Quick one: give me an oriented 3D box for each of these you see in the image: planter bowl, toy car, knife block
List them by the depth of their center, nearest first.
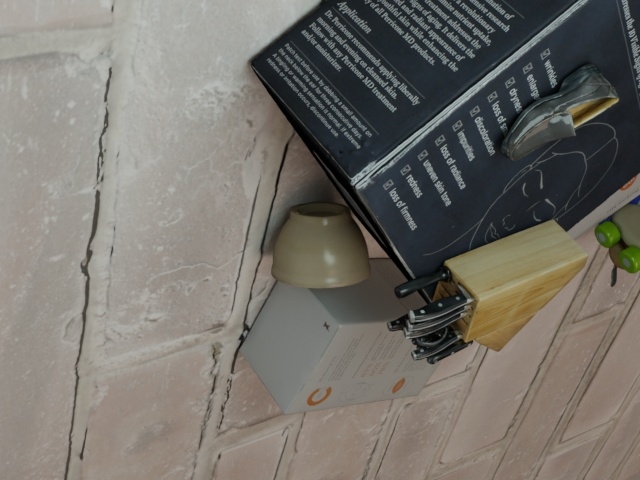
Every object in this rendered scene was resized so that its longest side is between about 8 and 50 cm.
[{"bbox_3d":[0.231,0.064,1.636,0.276,0.088,0.242,-46,146,10],"label":"knife block"},{"bbox_3d":[0.000,0.000,1.823,0.162,0.162,0.109,-12,110,-34],"label":"planter bowl"},{"bbox_3d":[0.652,0.027,2.336,0.155,0.149,0.188,-27,147,-17],"label":"toy car"}]

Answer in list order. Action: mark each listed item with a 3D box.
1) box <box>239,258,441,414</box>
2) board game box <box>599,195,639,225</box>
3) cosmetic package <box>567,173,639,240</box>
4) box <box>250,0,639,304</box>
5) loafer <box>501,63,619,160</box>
[{"bbox_3d":[0.066,0.166,2.039,0.345,0.168,0.215,0,130,-44],"label":"box"},{"bbox_3d":[0.754,-0.162,2.401,0.233,0.078,0.347,0,129,-43],"label":"board game box"},{"bbox_3d":[0.455,-0.097,2.179,0.377,0.097,0.284,-35,148,-8],"label":"cosmetic package"},{"bbox_3d":[0.231,-0.198,1.672,0.472,0.297,0.480,-38,146,0],"label":"box"},{"bbox_3d":[0.313,-0.159,1.484,0.170,0.061,0.062,-41,147,2],"label":"loafer"}]
